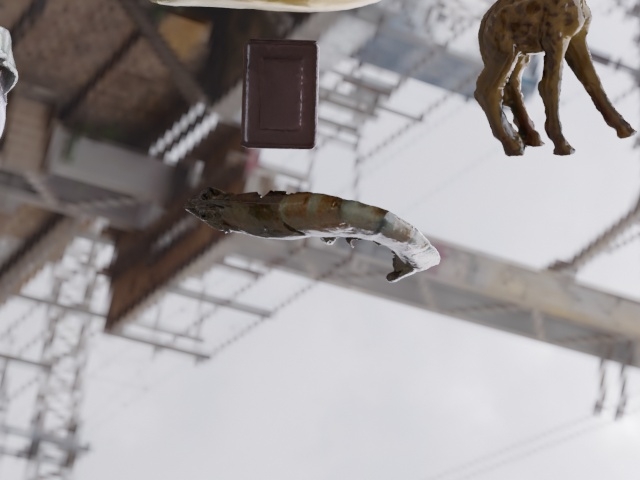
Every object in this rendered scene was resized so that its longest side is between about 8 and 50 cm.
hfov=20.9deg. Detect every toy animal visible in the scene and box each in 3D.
[{"bbox_3d":[0.206,-0.184,1.400,0.054,0.149,0.275,-37,145,-58],"label":"toy animal"}]

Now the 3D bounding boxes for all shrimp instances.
[{"bbox_3d":[0.001,-0.003,1.302,0.195,0.148,0.035,5,-104,37],"label":"shrimp"}]

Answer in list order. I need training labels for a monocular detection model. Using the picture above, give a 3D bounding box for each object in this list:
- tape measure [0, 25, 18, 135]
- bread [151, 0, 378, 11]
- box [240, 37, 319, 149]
[{"bbox_3d":[-0.227,-0.078,0.674,0.196,0.178,0.105,-19,-138,6],"label":"tape measure"},{"bbox_3d":[-0.100,-0.298,1.003,0.424,0.329,0.245,46,-31,36],"label":"bread"},{"bbox_3d":[-0.029,-0.115,1.356,0.063,0.060,0.084,-43,134,-82],"label":"box"}]
